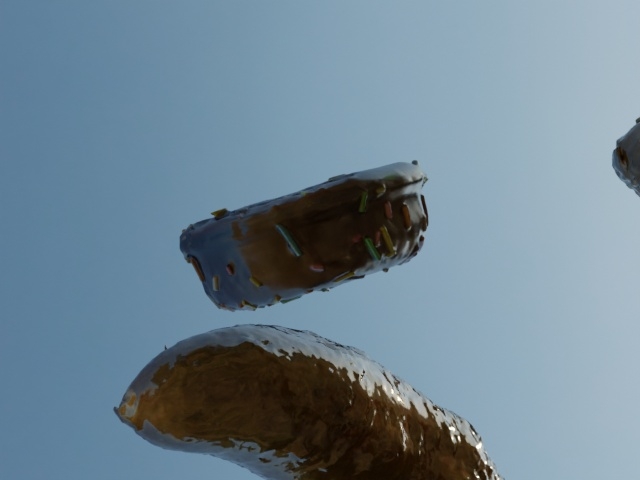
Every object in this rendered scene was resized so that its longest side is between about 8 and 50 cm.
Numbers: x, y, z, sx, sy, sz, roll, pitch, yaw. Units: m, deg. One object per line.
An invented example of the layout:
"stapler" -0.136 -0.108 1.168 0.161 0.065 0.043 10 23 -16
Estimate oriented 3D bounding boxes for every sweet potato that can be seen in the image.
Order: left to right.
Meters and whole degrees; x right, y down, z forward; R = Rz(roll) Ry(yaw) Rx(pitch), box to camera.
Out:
"sweet potato" 0.035 0.129 0.737 0.341 0.092 0.114 44 -134 -34

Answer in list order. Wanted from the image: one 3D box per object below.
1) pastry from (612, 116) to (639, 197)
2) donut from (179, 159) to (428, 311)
"pastry" 0.494 -0.053 1.642 0.162 0.311 0.255 -52 -38 6
"donut" -0.001 0.000 1.272 0.230 0.216 0.096 -11 -95 -70
